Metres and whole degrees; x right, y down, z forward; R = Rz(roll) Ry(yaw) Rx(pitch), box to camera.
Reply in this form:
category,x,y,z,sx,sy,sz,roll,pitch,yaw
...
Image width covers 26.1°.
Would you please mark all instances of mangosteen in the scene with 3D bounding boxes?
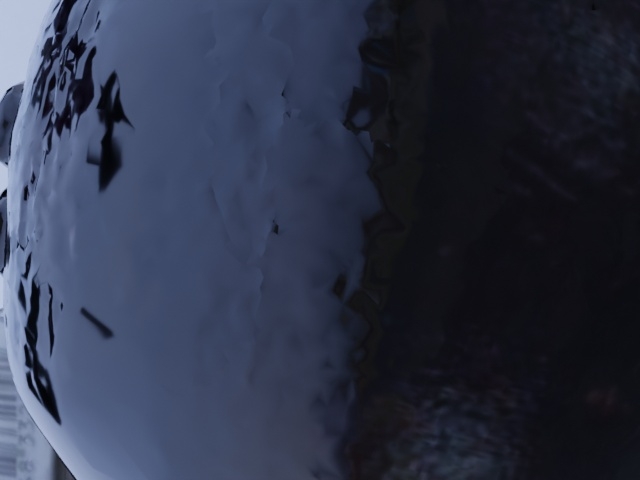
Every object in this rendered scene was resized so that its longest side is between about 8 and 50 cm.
category,x,y,z,sx,sy,sz,roll,pitch,yaw
mangosteen,0.076,-0.008,0.606,0.382,0.435,0.382,7,-90,-86

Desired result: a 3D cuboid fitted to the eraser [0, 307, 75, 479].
category,x,y,z,sx,sy,sz,roll,pitch,yaw
eraser,-0.219,0.248,1.057,0.213,0.082,0.397,-72,-18,-88
